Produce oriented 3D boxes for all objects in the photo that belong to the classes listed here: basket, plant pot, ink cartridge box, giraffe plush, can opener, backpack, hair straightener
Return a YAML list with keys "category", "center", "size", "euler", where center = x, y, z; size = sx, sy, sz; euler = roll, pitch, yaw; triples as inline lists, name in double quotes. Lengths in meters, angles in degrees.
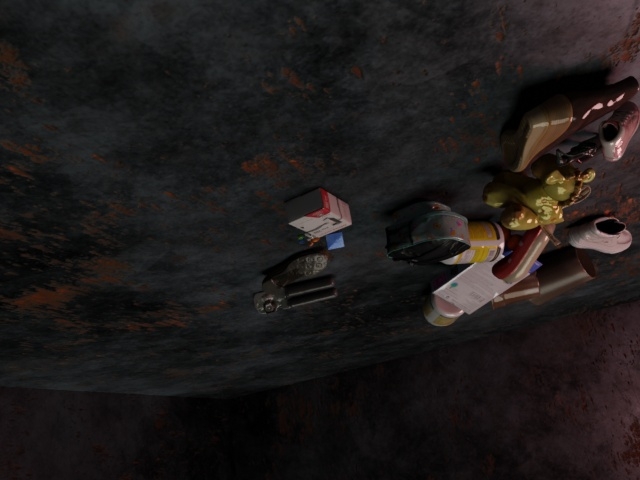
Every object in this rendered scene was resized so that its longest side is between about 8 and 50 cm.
- category: "basket"
  center: [0.859, 0.124, 2.098]
  size: [0.205, 0.154, 0.227]
  euler: [17, 142, -41]
- category: "plant pot"
  center: [0.672, 0.149, 2.021]
  size: [0.165, 0.166, 0.167]
  euler: [-11, 159, 15]
- category: "ink cartridge box"
  center: [-0.003, -0.061, 1.334]
  size: [0.099, 0.056, 0.135]
  euler: [-22, 155, 26]
- category: "giraffe plush"
  center: [0.495, -0.114, 1.276]
  size: [0.181, 0.210, 0.170]
  euler: [-38, 162, -38]
- category: "can opener"
  center: [-0.084, 0.177, 1.918]
  size: [0.284, 0.075, 0.095]
  euler: [-14, -169, 7]
- category: "backpack"
  center: [0.276, -0.018, 1.447]
  size: [0.166, 0.144, 0.189]
  euler: [18, 159, -41]
- category: "hair straightener"
  center: [0.550, -0.195, 1.192]
  size: [0.231, 0.047, 0.089]
  euler: [-13, 165, -45]
- category: "ink cartridge box"
  center: [0.534, 0.109, 1.876]
  size: [0.186, 0.065, 0.311]
  euler: [30, 128, -26]

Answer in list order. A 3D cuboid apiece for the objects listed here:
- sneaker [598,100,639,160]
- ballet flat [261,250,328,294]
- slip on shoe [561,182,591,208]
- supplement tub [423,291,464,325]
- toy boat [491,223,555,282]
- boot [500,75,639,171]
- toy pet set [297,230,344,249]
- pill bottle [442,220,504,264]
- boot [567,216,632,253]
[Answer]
- category: "sneaker"
  center: [0.578, -0.227, 1.117]
  size: [0.051, 0.134, 0.070]
  euler: [14, 162, 42]
- category: "ballet flat"
  center: [-0.076, 0.085, 1.687]
  size: [0.250, 0.058, 0.084]
  euler: [-32, 115, 33]
- category: "slip on shoe"
  center: [0.656, -0.114, 1.542]
  size: [0.135, 0.051, 0.041]
  euler: [-41, -176, 39]
- category: "supplement tub"
  center: [0.478, 0.248, 2.231]
  size: [0.145, 0.144, 0.199]
  euler: [-8, 159, -7]
- category: "toy boat"
  center: [0.564, 0.007, 1.680]
  size: [0.151, 0.151, 0.231]
  euler: [-31, 149, -58]
- category: "boot"
  center: [0.473, -0.219, 1.121]
  size: [0.207, 0.090, 0.248]
  euler: [-18, 168, 0]
- category: "toy pet set"
  center: [0.000, 0.000, 1.481]
  size: [0.114, 0.065, 0.122]
  euler: [-11, 159, 0]
- category: "pill bottle"
  center: [0.392, 0.006, 1.608]
  size: [0.209, 0.119, 0.119]
  euler: [-2, 157, -20]
- category: "boot"
  center: [0.920, -0.019, 1.824]
  size: [0.259, 0.095, 0.123]
  euler: [0, 163, -23]
